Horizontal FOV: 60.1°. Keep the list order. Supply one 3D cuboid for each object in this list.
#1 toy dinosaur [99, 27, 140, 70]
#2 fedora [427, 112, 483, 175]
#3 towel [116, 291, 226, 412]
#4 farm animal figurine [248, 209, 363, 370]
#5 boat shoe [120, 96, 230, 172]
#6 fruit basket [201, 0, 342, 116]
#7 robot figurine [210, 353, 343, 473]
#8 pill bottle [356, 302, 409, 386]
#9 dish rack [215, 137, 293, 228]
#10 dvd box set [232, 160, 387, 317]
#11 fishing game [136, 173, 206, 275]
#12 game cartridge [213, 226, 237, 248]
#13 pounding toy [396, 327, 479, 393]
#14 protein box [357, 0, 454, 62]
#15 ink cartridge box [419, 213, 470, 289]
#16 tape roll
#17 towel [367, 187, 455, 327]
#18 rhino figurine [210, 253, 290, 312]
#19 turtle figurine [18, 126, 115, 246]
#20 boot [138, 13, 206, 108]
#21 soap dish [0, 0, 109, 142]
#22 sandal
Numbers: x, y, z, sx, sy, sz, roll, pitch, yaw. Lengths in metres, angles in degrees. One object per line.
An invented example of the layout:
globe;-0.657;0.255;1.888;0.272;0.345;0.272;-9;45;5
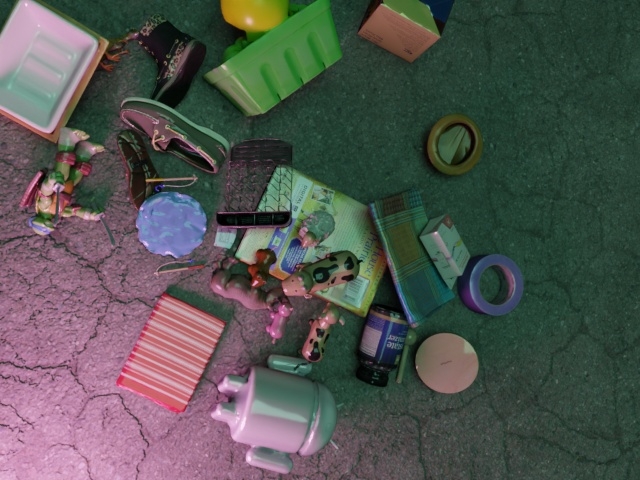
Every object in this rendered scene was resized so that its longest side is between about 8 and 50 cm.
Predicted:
toy dinosaur;-0.588;-0.519;1.487;0.211;0.064;0.112;-17;73;-25
fedora;0.409;-0.296;1.724;0.194;0.079;0.195;0;92;-12
towel;-0.399;0.304;1.494;0.198;0.031;0.275;27;78;-10
farm animal figurine;-0.019;0.127;1.464;0.326;0.172;0.330;-36;97;-16
boat shoe;-0.396;-0.280;1.482;0.304;0.109;0.091;24;60;-16
fruit basket;-0.160;-0.567;1.478;0.391;0.283;0.392;-4;100;-24
robot figurine;-0.106;0.453;1.476;0.353;0.200;0.300;18;68;-13
pill bottle;0.176;0.301;1.596;0.122;0.123;0.219;16;91;-14
dish rack;-0.170;-0.159;1.512;0.208;0.074;0.272;0;75;8
dvd box set;0.000;0.000;1.604;0.420;0.062;0.308;25;80;-12
fishing game;-0.404;-0.042;1.501;0.189;0.041;0.264;-9;103;-17
game cartridge;-0.265;-0.020;1.558;0.055;0.017;0.083;14;83;-10
pounding toy;0.356;0.352;1.673;0.236;0.110;0.183;6;97;14
protein box;0.249;-0.664;1.639;0.199;0.201;0.136;24;81;-13
ink cartridge box;0.386;0.035;1.667;0.198;0.067;0.115;58;40;-15
tape roll;0.530;0.138;1.730;0.188;0.080;0.189;1;85;-15
towel;0.274;0.041;1.616;0.271;0.040;0.370;-20;92;-51
rhino figurine;-0.192;0.133;1.539;0.243;0.073;0.106;27;77;-13
turtle figurine;-0.599;-0.130;1.385;0.197;0.274;0.267;24;74;-47
boot;-0.433;-0.479;1.508;0.178;0.085;0.236;42;106;16
soap dish;-0.695;-0.428;1.386;0.228;0.118;0.291;29;94;-11
sandal;-0.491;-0.185;1.479;0.090;0.060;0.220;-25;105;-30
